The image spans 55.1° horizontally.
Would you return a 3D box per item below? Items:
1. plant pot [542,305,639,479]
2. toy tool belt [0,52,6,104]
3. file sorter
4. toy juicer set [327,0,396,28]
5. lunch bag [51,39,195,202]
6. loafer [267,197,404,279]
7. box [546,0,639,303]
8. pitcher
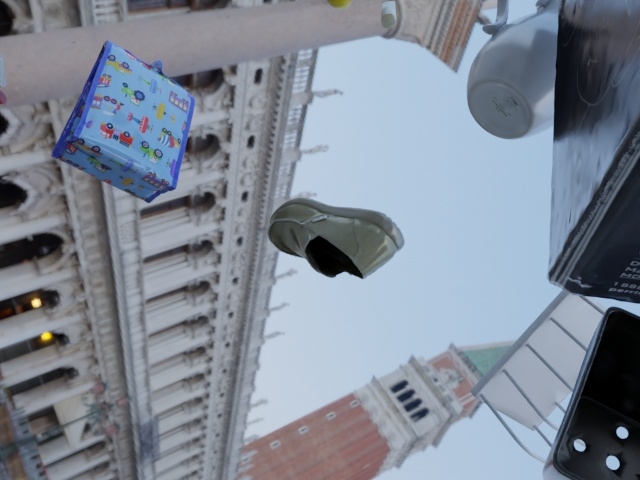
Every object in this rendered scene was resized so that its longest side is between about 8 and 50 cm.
[{"bbox_3d":[0.337,0.214,0.643,0.187,0.188,0.167,26,-26,15],"label":"plant pot"},{"bbox_3d":[-0.457,-0.219,0.832,0.052,0.051,0.084,40,39,-81],"label":"toy tool belt"},{"bbox_3d":[0.457,0.258,1.099,0.278,0.192,0.173,-51,-152,11],"label":"file sorter"},{"bbox_3d":[0.051,-0.499,1.161,0.090,0.328,0.209,-59,-149,30],"label":"toy juicer set"},{"bbox_3d":[-0.386,-0.265,1.285,0.138,0.220,0.294,-16,-126,48],"label":"lunch bag"},{"bbox_3d":[0.000,0.000,0.926,0.268,0.092,0.102,3,-45,49],"label":"loafer"},{"bbox_3d":[0.329,-0.252,0.350,0.472,0.297,0.481,70,29,-64],"label":"box"},{"bbox_3d":[0.245,-0.235,0.731,0.178,0.207,0.125,45,-24,-7],"label":"pitcher"}]
